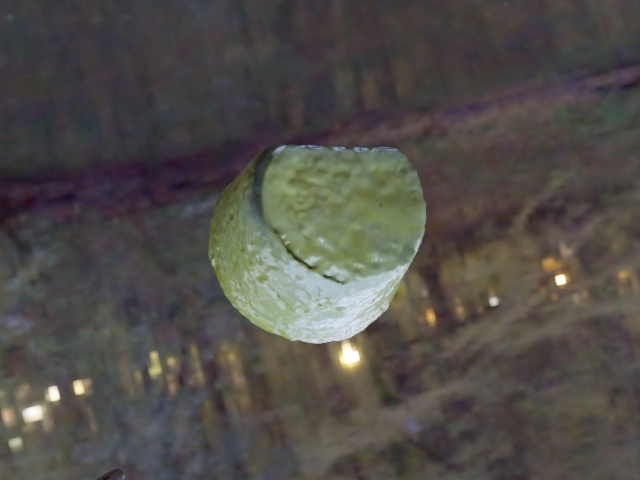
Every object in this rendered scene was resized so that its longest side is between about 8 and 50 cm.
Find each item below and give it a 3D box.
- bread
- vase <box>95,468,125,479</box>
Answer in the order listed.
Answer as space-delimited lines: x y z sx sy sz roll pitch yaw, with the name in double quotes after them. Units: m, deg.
0.000 0.000 0.998 0.129 0.111 0.114 -4 160 -15 "bread"
-0.163 0.248 1.385 0.053 0.101 0.053 -33 -174 4 "vase"
